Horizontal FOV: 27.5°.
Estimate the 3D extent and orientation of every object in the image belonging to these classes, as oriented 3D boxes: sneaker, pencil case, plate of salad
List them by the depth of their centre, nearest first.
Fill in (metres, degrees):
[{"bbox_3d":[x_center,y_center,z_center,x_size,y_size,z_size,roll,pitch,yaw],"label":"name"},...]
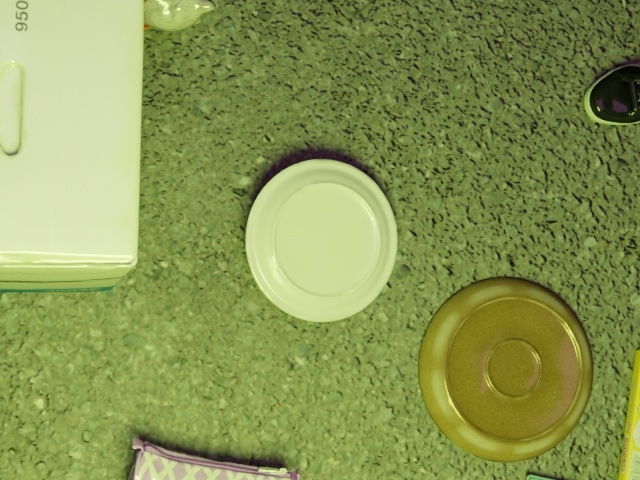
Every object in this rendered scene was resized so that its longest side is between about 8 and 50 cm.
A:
[{"bbox_3d":[-0.127,0.290,1.529,0.206,0.086,0.088,11,116,-13],"label":"pencil case"},{"bbox_3d":[0.000,0.000,1.608,0.200,0.048,0.199,0,91,-22],"label":"plate of salad"},{"bbox_3d":[0.458,-0.207,1.694,0.217,0.121,0.079,-12,86,-14],"label":"sneaker"}]

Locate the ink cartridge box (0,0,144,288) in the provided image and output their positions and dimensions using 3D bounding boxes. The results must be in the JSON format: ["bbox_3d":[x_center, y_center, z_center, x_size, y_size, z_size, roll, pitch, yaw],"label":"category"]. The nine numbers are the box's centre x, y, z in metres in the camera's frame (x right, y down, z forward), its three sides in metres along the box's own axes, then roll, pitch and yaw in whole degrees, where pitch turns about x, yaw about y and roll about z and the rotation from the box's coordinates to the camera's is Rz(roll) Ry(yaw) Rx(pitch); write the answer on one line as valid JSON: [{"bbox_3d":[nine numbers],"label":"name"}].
[{"bbox_3d":[-0.283,-0.096,1.374,0.166,0.395,0.285,1,85,-12],"label":"ink cartridge box"}]

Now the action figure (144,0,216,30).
[{"bbox_3d":[-0.242,-0.375,1.508,0.330,0.178,0.341,44,47,-2],"label":"action figure"}]

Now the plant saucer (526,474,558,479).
[{"bbox_3d":[0.344,0.348,1.668,0.192,0.018,0.067,13,82,-10],"label":"plant saucer"}]

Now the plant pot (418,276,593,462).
[{"bbox_3d":[0.241,0.163,1.655,0.236,0.032,0.236,1,84,-13],"label":"plant pot"}]

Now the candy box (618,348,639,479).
[{"bbox_3d":[0.443,0.250,1.686,0.105,0.027,0.205,15,76,-13],"label":"candy box"}]
